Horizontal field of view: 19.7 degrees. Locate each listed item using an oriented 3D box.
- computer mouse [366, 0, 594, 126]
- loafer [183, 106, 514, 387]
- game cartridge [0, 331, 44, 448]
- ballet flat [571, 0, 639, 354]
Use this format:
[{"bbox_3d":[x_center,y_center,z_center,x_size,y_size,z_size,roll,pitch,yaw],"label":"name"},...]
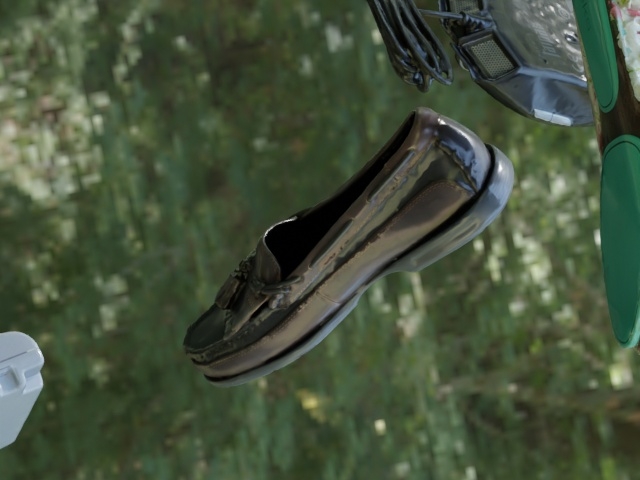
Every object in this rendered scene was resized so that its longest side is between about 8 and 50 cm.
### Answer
[{"bbox_3d":[0.106,-0.151,1.237,0.060,0.262,0.184,-48,-125,36],"label":"computer mouse"},{"bbox_3d":[0.000,0.000,1.362,0.095,0.302,0.109,41,31,-28],"label":"loafer"},{"bbox_3d":[-0.366,0.168,1.428,0.060,0.294,0.196,60,-29,18],"label":"game cartridge"},{"bbox_3d":[0.183,-0.062,0.968,0.091,0.077,0.241,171,-87,-80],"label":"ballet flat"}]
